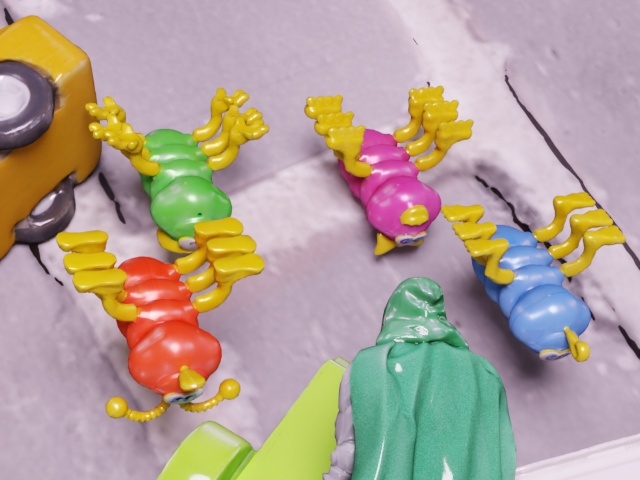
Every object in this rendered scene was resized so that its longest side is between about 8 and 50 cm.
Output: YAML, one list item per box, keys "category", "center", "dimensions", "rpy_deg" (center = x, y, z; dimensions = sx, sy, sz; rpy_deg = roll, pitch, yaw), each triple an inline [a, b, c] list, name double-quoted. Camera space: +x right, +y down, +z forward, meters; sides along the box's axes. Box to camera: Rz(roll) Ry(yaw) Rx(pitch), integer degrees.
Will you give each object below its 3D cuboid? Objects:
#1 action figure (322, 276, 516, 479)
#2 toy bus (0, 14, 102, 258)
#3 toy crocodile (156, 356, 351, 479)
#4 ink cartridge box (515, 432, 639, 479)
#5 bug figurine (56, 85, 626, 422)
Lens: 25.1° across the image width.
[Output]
- category: "action figure"
  center: [0.039, 0.128, 0.603]
  dimensions: [0.137, 0.063, 0.232]
  rpy_deg: [12, 72, -27]
- category: "toy bus"
  center: [-0.261, 0.008, 0.724]
  dimensions: [0.130, 0.108, 0.332]
  rpy_deg: [35, 65, 17]
- category: "toy crocodile"
  center: [-0.053, 0.195, 0.651]
  dimensions: [0.115, 0.105, 0.340]
  rpy_deg: [27, 58, 11]
- category: "ink cartridge box"
  center: [0.160, 0.205, 0.657]
  dimensions: [0.159, 0.092, 0.218]
  rpy_deg: [-13, 65, -11]
- category: "bug figurine"
  center: [0.000, 0.000, 0.732]
  dimensions: [0.279, 0.072, 0.216]
  rpy_deg: [-4, 39, -18]
